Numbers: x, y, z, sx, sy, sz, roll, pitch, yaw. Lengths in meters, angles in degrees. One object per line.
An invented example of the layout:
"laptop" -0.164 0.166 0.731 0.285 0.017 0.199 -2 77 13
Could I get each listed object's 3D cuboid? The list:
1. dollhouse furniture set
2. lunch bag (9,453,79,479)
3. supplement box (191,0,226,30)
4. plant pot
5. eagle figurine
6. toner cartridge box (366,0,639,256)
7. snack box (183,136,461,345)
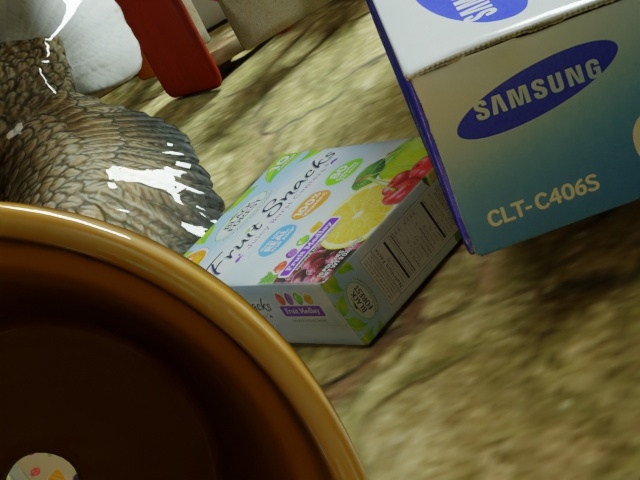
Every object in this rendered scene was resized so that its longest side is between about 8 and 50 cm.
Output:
"dollhouse furniture set" -0.146 -0.217 1.138 0.135 0.259 0.262 -35 15 -28
"lunch bag" -0.087 0.079 0.641 0.053 0.071 0.083 -18 24 33
"supplement box" -0.085 -0.271 1.375 0.114 0.111 0.220 -24 24 30
"plant pot" -0.088 0.090 0.467 0.205 0.205 0.188 -37 4 -1
"eagle figurine" -0.185 -0.039 0.911 0.226 0.225 0.298 -20 6 -10
"toner cartridge box" 0.104 -0.113 0.698 0.165 0.075 0.348 -21 21 4
"snack box" 0.000 0.000 0.722 0.100 0.037 0.141 -46 22 -27
